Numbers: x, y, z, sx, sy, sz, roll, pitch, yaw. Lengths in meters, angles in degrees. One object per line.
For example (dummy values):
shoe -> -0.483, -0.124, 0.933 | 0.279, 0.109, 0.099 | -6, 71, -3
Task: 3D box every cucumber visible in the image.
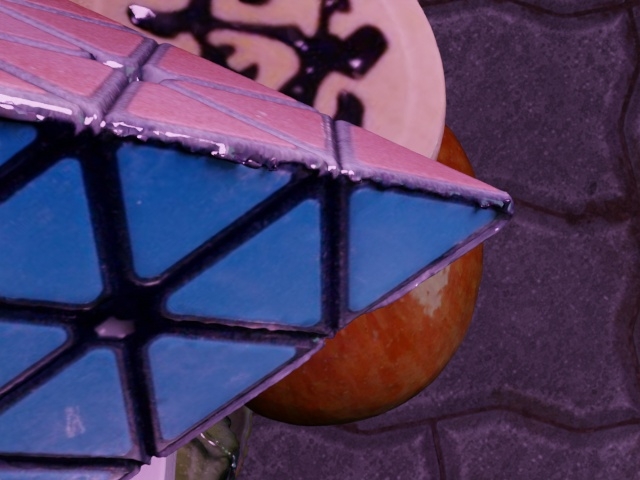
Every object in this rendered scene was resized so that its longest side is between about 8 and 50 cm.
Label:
cucumber -> -0.119, 0.190, 1.081 | 0.086, 0.115, 0.193 | -33, 132, -75

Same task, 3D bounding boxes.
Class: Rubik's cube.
Rubik's cube -> -0.101, -0.014, 0.589 | 0.228, 0.228, 0.233 | 53, -36, -12

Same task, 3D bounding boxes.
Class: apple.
apple -> 0.000, 0.000, 1.141 | 0.309, 0.278, 0.250 | 69, 13, 13

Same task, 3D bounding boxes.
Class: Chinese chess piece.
Chinese chess piece -> -0.051, -0.091, 0.795 | 0.104, 0.257, 0.257 | 136, -41, -55

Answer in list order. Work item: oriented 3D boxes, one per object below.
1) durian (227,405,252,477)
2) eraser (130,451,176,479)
durian -> -0.133, 0.151, 1.287 | 0.341, 0.112, 0.191 | -77, 167, -67
eraser -> -0.140, 0.146, 0.932 | 0.298, 0.076, 0.078 | -91, -178, -45
